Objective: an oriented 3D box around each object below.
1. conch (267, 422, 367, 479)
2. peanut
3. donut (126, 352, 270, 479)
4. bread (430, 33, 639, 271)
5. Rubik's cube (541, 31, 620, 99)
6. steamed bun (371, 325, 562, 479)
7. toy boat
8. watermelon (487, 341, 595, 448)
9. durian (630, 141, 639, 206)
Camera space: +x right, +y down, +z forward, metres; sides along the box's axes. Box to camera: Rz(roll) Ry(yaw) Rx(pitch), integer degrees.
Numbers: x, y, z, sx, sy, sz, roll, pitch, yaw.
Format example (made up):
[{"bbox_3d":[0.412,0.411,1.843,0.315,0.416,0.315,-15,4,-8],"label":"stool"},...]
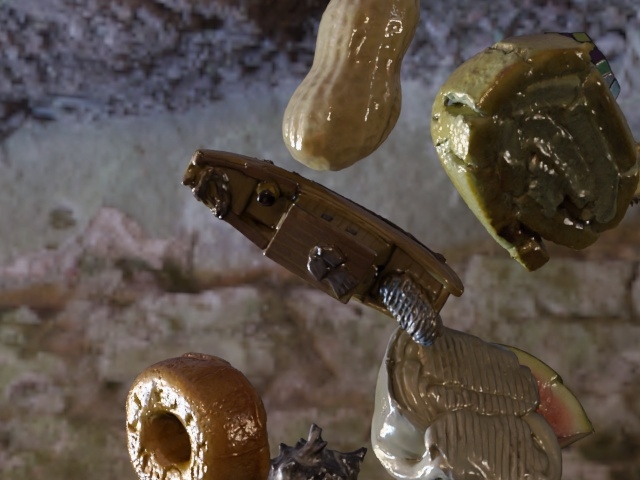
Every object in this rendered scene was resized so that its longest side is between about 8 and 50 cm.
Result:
[{"bbox_3d":[0.000,0.467,2.199,0.186,0.313,0.240,-2,-157,14],"label":"conch"},{"bbox_3d":[0.043,-0.192,1.468,0.123,0.256,0.123,21,168,4],"label":"peanut"},{"bbox_3d":[-0.169,0.259,1.784,0.226,0.226,0.114,-14,-179,45],"label":"donut"},{"bbox_3d":[0.143,-0.057,0.843,0.117,0.064,0.156,-38,120,2],"label":"bread"},{"bbox_3d":[0.274,-0.174,1.496,0.133,0.133,0.112,-7,-172,30],"label":"Rubik's cube"},{"bbox_3d":[0.145,0.212,1.457,0.218,0.211,0.144,13,142,-29],"label":"steamed bun"},{"bbox_3d":[0.000,0.000,1.375,0.321,0.089,0.121,30,-161,0],"label":"toy boat"},{"bbox_3d":[0.229,0.207,1.667,0.193,0.145,0.137,-23,159,16],"label":"watermelon"},{"bbox_3d":[0.362,-0.093,1.645,0.071,0.110,0.140,-23,-174,43],"label":"durian"}]
